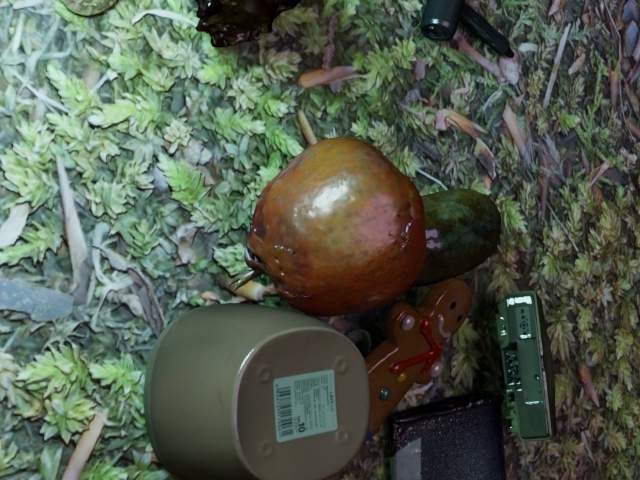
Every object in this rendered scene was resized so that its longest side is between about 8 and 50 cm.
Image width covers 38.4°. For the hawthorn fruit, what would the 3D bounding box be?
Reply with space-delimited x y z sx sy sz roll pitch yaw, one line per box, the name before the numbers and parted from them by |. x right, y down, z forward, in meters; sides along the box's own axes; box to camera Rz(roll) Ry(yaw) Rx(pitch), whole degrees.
hawthorn fruit | 0.000 0.000 1.395 0.308 0.276 0.276 -30 107 -12

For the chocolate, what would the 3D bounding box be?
chocolate | -0.118 -0.365 1.366 0.224 0.206 0.177 1 118 -22

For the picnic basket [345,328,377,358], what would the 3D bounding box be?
picnic basket | 0.062 0.192 1.544 0.083 0.065 0.083 -14 102 -58

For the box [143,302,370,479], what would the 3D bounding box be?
box | -0.085 0.229 1.337 0.301 0.216 0.300 1 87 -35

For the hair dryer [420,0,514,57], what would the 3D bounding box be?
hair dryer | 0.291 -0.396 1.734 0.255 0.070 0.128 30 72 -37

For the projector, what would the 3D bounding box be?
projector | 0.389 0.236 1.726 0.193 0.088 0.269 27 57 -70

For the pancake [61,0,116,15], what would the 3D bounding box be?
pancake | -0.331 -0.373 1.294 0.115 0.011 0.114 1 88 -37

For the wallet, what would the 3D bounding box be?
wallet | 0.232 0.400 1.666 0.262 0.071 0.220 -7 97 -34

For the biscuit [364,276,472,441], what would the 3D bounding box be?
biscuit | 0.148 0.189 1.539 0.324 0.049 0.205 -44 137 -19

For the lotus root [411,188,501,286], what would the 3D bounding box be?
lotus root | 0.203 -0.005 1.596 0.275 0.152 0.160 -14 102 -36
